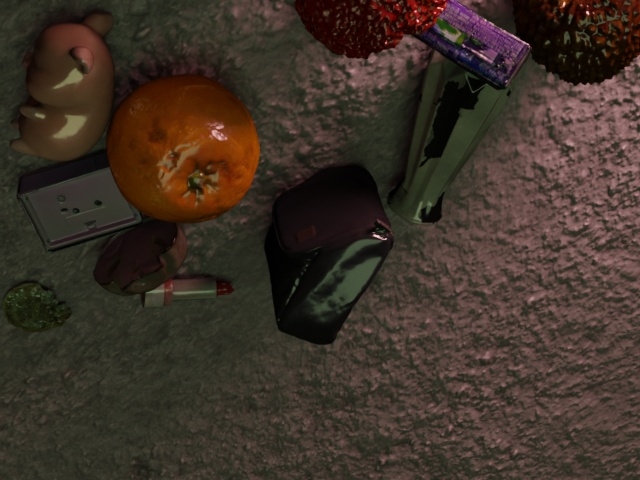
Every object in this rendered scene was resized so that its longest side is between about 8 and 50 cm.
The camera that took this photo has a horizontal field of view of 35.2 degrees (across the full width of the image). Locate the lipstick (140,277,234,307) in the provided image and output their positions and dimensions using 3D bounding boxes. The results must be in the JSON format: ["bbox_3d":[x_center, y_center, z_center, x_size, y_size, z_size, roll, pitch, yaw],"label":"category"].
[{"bbox_3d":[-0.264,0.098,2.022,0.186,0.057,0.063,-1,127,-20],"label":"lipstick"}]

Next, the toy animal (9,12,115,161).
[{"bbox_3d":[-0.417,-0.242,1.659,0.154,0.166,0.250,5,132,-25],"label":"toy animal"}]

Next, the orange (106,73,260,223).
[{"bbox_3d":[-0.234,-0.156,1.724,0.261,0.261,0.261,-7,127,-9],"label":"orange"}]

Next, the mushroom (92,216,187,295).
[{"bbox_3d":[-0.326,0.036,1.910,0.188,0.141,0.117,-32,149,13],"label":"mushroom"}]

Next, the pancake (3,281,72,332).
[{"bbox_3d":[-0.564,0.136,1.991,0.116,0.023,0.129,-24,129,7],"label":"pancake"}]

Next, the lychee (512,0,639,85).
[{"bbox_3d":[0.455,-0.398,1.718,0.267,0.267,0.267,-7,127,-9],"label":"lychee"}]

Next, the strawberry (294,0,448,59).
[{"bbox_3d":[0.077,-0.409,1.542,0.261,0.257,0.261,0,102,0],"label":"strawberry"}]

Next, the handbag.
[{"bbox_3d":[-0.003,0.000,1.863,0.177,0.302,0.275,16,118,-17],"label":"handbag"}]

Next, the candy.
[{"bbox_3d":[0.200,-0.365,1.684,0.312,0.061,0.088,34,97,4],"label":"candy"}]

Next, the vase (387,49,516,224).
[{"bbox_3d":[0.231,-0.201,1.863,0.165,0.165,0.360,6,128,-18],"label":"vase"}]

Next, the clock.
[{"bbox_3d":[-0.437,-0.074,1.834,0.193,0.073,0.145,-17,128,-2],"label":"clock"}]
